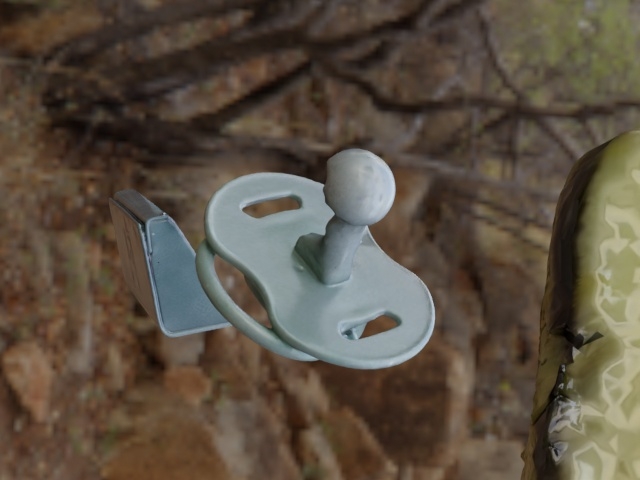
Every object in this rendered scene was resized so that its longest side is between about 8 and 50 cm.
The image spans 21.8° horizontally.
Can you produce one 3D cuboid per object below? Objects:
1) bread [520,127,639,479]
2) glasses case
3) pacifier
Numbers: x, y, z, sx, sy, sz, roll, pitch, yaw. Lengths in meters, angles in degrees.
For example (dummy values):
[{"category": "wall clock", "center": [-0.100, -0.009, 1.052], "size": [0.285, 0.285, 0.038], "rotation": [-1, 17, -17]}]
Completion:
[{"category": "bread", "center": [0.184, 0.085, 0.461], "size": [0.198, 0.263, 0.236], "rotation": [71, 28, -84]}, {"category": "glasses case", "center": [-0.133, 0.020, 1.338], "size": [0.105, 0.056, 0.266], "rotation": [55, -7, -11]}, {"category": "pacifier", "center": [0.000, 0.000, 0.899], "size": [0.150, 0.126, 0.116], "rotation": [57, -38, 32]}]
